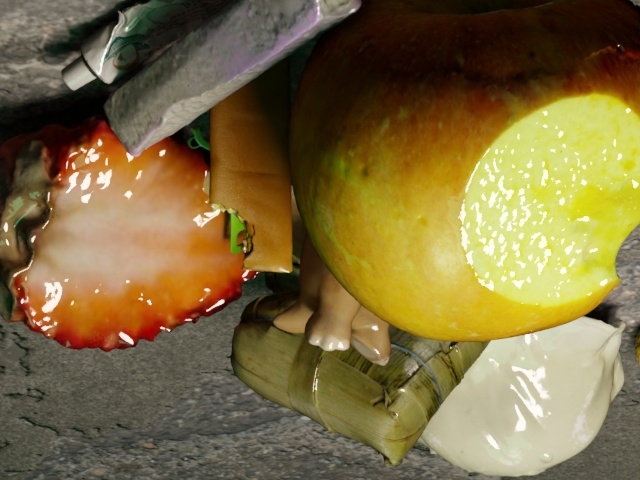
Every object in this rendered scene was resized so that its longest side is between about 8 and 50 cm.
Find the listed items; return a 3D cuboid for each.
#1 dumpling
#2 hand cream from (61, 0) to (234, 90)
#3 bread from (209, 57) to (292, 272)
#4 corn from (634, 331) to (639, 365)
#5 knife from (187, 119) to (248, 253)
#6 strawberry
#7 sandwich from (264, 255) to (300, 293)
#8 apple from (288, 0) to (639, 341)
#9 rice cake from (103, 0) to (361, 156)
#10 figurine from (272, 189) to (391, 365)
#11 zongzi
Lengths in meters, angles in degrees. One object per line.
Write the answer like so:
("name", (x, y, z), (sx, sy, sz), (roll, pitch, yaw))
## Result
("dumpling", (0.235, 0.178, 2.438), (0.318, 0.187, 0.243), (-9, 143, -6))
("hand cream", (-0.151, -0.212, 1.965), (0.257, 0.050, 0.084), (-24, 144, 25))
("bread", (-0.072, -0.078, 2.017), (0.088, 0.226, 0.049), (1, 173, -5))
("corn", (0.491, 0.103, 2.423), (0.097, 0.097, 0.261), (23, 144, -32))
("knife", (-0.097, -0.058, 2.127), (0.078, 0.022, 0.166), (-20, 118, -22))
("strawberry", (-0.224, -0.017, 2.162), (0.336, 0.149, 0.265), (5, 105, -36))
("sandwich", (0.068, 0.061, 2.331), (0.212, 0.109, 0.292), (-12, 145, 17))
("apple", (0.161, -0.075, 1.875), (0.384, 0.374, 0.374), (2, 147, 9))
("rice cake", (-0.090, -0.177, 1.898), (0.064, 0.070, 0.399), (-22, 176, -40))
("figurine", (0.003, -0.003, 2.111), (0.173, 0.247, 0.177), (8, 173, 27))
("zongzi", (0.054, 0.102, 2.240), (0.250, 0.274, 0.125), (25, 137, 21))
